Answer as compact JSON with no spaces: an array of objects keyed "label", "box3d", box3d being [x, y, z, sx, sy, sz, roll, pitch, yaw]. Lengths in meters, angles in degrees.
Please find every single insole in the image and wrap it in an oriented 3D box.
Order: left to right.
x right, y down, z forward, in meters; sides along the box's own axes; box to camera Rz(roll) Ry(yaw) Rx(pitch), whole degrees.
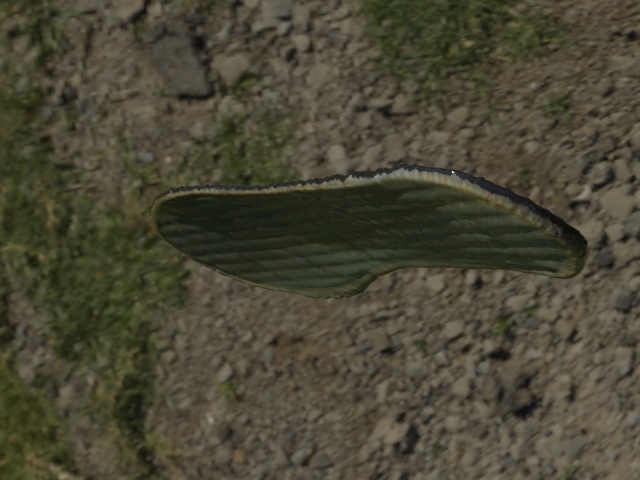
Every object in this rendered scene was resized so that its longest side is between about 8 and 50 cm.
[{"label":"insole","box3d":[0.000,0.000,0.639,0.348,0.119,0.009,-5,59,62]}]
